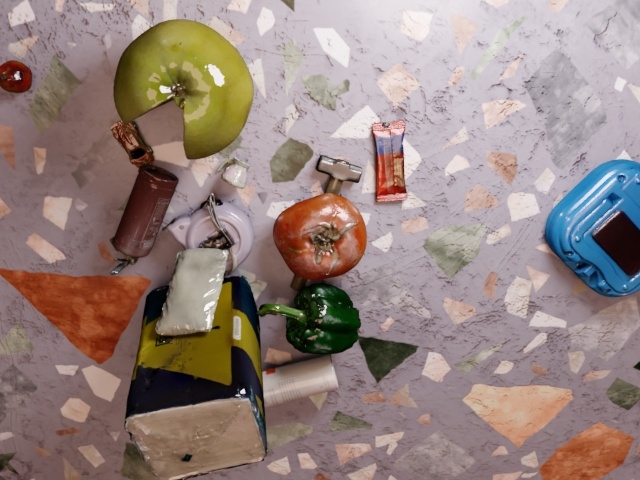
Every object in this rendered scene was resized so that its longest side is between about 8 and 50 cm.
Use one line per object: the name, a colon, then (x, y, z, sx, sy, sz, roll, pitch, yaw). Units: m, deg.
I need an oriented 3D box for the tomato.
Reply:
tomato: (0.000, 0.000, 1.339, 0.236, 0.095, 0.237, -1, 111, -4)

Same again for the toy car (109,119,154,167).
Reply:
toy car: (-0.443, -0.227, 1.290, 0.059, 0.035, 0.122, -28, 107, 0)

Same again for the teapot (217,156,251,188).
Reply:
teapot: (-0.208, -0.169, 1.323, 0.083, 0.064, 0.064, 30, 97, 18)

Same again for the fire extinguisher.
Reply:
fire extinguisher: (-0.436, -0.043, 1.315, 0.105, 0.105, 0.269, 24, 106, -12)

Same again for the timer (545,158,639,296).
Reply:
timer: (0.785, -0.023, 1.432, 0.340, 0.115, 0.309, 40, 104, -16)

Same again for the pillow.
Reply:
pillow: (-0.287, 0.110, 1.233, 0.128, 0.229, 0.051, -1, 142, 9)

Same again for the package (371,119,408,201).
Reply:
package: (0.175, -0.196, 1.363, 0.083, 0.022, 0.200, -6, 108, -4)

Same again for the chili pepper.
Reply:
chili pepper: (-0.027, 0.206, 1.392, 0.261, 0.165, 0.174, 11, 120, -33)

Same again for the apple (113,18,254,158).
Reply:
apple: (-0.288, -0.315, 1.161, 0.292, 0.254, 0.292, -2, 105, -8)

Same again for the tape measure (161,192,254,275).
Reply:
tape measure: (-0.257, -0.012, 1.342, 0.178, 0.105, 0.196, -39, 106, 7)

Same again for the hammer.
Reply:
hammer: (-0.006, -0.033, 1.393, 0.111, 0.043, 0.365, 16, 107, -12)

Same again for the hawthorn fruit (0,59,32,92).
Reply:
hawthorn fruit: (-0.675, -0.360, 1.205, 0.077, 0.077, 0.077, -2, 108, -5)

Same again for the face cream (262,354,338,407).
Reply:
face cream: (-0.127, 0.400, 1.494, 0.345, 0.102, 0.102, -13, 109, -1)

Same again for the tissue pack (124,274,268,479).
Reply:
tissue pack: (-0.270, 0.301, 1.260, 0.264, 0.416, 0.253, -11, 125, -1)
